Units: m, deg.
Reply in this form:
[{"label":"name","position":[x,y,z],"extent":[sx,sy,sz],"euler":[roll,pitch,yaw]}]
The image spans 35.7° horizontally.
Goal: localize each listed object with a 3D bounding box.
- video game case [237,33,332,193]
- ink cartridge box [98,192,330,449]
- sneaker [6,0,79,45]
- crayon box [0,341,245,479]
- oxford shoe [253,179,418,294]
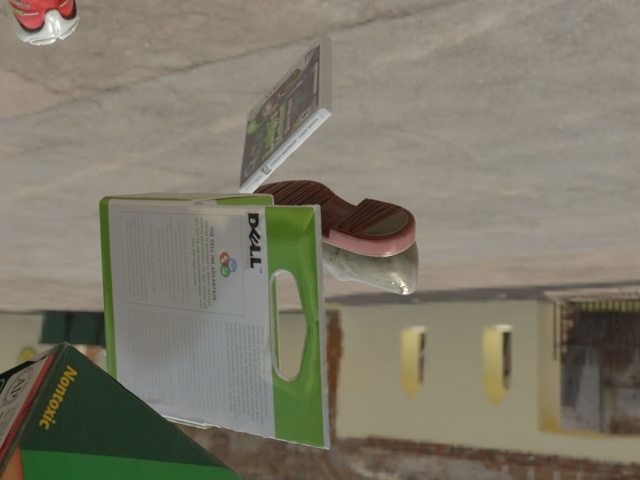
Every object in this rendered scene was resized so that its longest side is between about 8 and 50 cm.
[{"label":"video game case","position":[-0.046,-0.170,1.330],"extent":[0.022,0.190,0.173],"euler":[33,123,-24]},{"label":"ink cartridge box","position":[-0.066,0.056,0.823],"extent":[0.255,0.189,0.097],"euler":[3,-173,40]},{"label":"sneaker","position":[-0.360,-0.370,1.195],"extent":[0.107,0.279,0.118],"euler":[-23,158,-14]},{"label":"crayon box","position":[-0.096,0.287,0.459],"extent":[0.106,0.363,0.313],"euler":[-25,123,37]},{"label":"oxford shoe","position":[0.000,0.000,1.481],"extent":[0.123,0.130,0.348],"euler":[-34,-144,-31]}]
